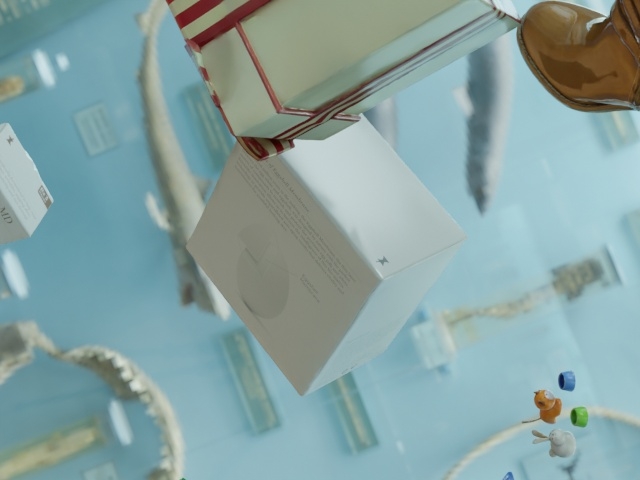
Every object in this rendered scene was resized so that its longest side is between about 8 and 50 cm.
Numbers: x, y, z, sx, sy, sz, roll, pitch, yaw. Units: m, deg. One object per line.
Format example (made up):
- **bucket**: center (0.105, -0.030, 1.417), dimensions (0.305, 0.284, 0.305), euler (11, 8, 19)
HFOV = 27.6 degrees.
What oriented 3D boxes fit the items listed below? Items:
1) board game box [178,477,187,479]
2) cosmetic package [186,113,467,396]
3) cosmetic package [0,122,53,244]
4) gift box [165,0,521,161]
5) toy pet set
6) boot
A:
- **board game box**: center (-0.112, 0.344, 1.111), dimensions (0.136, 0.259, 0.030), euler (30, 24, 20)
- **cosmetic package**: center (0.000, 0.000, 1.380), dimensions (0.224, 0.138, 0.224), euler (51, -39, 18)
- **cosmetic package**: center (-0.443, -0.045, 1.513), dimensions (0.117, 0.231, 0.085), euler (63, 26, -28)
- **gift box**: center (-0.015, -0.234, 1.097), dimensions (0.255, 0.258, 0.276), euler (65, 20, 10)
- **toy pet set**: center (0.146, 0.172, 0.914), dimensions (0.114, 0.065, 0.122), euler (105, -19, -45)
- **boot**: center (0.282, -0.189, 1.199), dimensions (0.283, 0.109, 0.220), euler (51, -8, 32)
